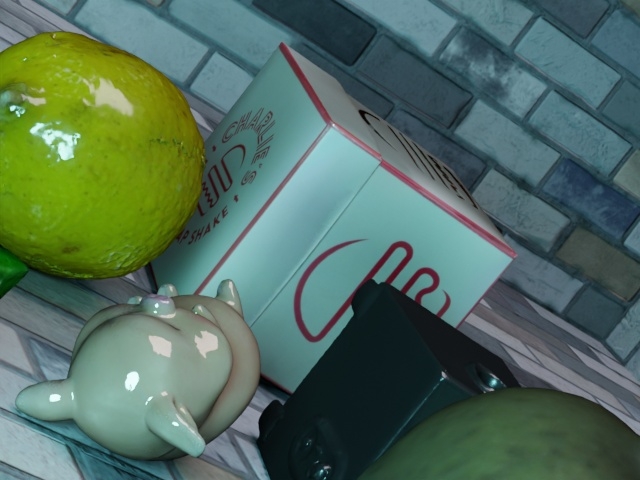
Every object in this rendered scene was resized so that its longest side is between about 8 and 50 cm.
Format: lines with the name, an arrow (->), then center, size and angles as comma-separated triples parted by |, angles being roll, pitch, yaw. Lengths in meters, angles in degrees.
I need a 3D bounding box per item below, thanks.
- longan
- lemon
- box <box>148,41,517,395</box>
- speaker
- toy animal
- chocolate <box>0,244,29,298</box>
longan -> 0.179, 0.295, 1.546 | 0.361, 0.361, 0.361 | 36, 11, -8
lemon -> -0.258, -0.091, 1.971 | 0.258, 0.258, 0.310 | 42, 5, 26
box -> 0.000, 0.000, 2.269 | 0.300, 0.312, 0.314 | 34, 12, -23
speaker -> 0.081, 0.198, 1.894 | 0.184, 0.232, 0.254 | 34, 12, -23
toy animal -> -0.146, 0.123, 1.713 | 0.250, 0.166, 0.154 | -16, 97, -70
chocolate -> -0.446, -0.033, 1.373 | 0.360, 0.161, 0.341 | 39, 11, 14
